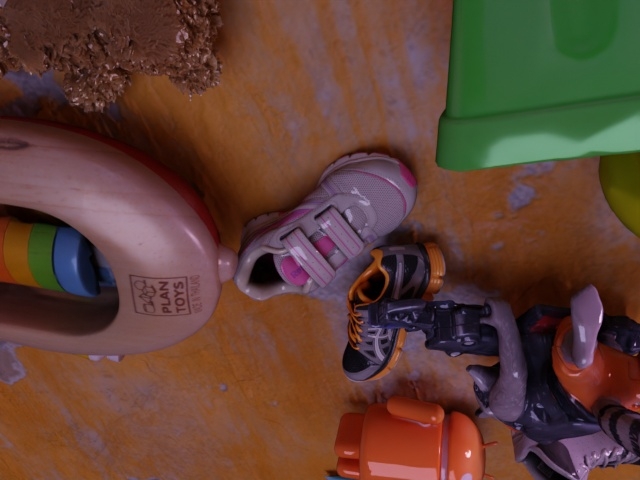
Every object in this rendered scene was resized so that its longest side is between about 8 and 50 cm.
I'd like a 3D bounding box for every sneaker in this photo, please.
[{"bbox_3d":[0.065,0.084,0.774,0.083,0.084,0.215,9,122,-24],"label":"sneaker"},{"bbox_3d":[0.355,0.292,0.840,0.228,0.132,0.086,12,129,5],"label":"sneaker"},{"bbox_3d":[0.000,0.000,0.716,0.252,0.111,0.103,-33,114,32],"label":"sneaker"}]

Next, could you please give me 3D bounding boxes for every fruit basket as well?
[{"bbox_3d":[0.290,-0.101,0.481,0.392,0.283,0.392,10,121,18],"label":"fruit basket"}]

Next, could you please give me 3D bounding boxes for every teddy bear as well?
[{"bbox_3d":[-0.243,-0.232,0.617,0.338,0.113,0.245,-7,118,28],"label":"teddy bear"}]

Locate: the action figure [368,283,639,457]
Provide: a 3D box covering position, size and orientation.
[{"bbox_3d":[0.223,0.141,0.662,0.341,0.178,0.330,6,161,-8],"label":"action figure"}]

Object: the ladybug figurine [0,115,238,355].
[{"bbox_3d":[-0.307,-0.012,0.751,0.449,0.162,0.305,10,128,7],"label":"ladybug figurine"}]

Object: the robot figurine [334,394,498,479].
[{"bbox_3d":[0.132,0.294,0.901,0.219,0.128,0.158,3,85,12],"label":"robot figurine"}]

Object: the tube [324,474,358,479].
[{"bbox_3d":[0.111,0.407,1.049,0.207,0.052,0.080,-10,119,27],"label":"tube"}]

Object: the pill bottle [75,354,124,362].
[{"bbox_3d":[-0.338,0.137,0.937,0.116,0.065,0.065,17,129,0],"label":"pill bottle"}]
